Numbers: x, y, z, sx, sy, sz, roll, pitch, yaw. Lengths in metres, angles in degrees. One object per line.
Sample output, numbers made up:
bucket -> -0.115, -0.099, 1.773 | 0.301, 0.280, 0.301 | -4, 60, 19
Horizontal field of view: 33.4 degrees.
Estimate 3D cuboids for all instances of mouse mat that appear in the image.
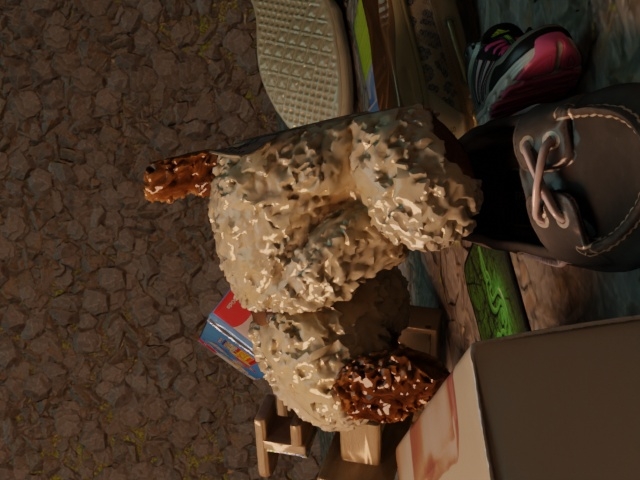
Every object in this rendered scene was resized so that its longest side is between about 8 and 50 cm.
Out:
mouse mat -> 0.167, 0.076, 0.998 | 0.152, 0.007, 0.190 | 96, 164, -62

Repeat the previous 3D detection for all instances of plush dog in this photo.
plush dog -> -0.003, 0.031, 0.778 | 0.262, 0.210, 0.225 | -162, 58, -76

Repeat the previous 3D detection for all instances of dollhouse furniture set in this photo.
dollhouse furniture set -> 0.065, 0.204, 1.180 | 0.242, 0.212, 0.161 | -63, -24, -54

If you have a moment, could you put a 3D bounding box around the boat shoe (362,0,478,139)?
boat shoe -> 0.090, -0.224, 0.983 | 0.104, 0.089, 0.285 | 156, 108, -81

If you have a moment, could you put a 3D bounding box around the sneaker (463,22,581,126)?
sneaker -> 0.138, -0.128, 0.771 | 0.170, 0.063, 0.075 | 94, 161, -80

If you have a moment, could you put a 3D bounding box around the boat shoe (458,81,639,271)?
boat shoe -> 0.143, -0.031, 0.705 | 0.335, 0.095, 0.112 | 174, 88, -83

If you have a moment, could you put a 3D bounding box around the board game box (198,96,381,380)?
board game box -> 0.000, 0.000, 1.131 | 0.086, 0.308, 0.302 | 38, 169, -1

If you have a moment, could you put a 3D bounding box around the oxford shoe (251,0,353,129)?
oxford shoe -> -0.029, -0.356, 1.700 | 0.130, 0.169, 0.449 | 13, -127, -53

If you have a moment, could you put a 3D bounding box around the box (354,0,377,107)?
box -> 0.078, -0.203, 1.269 | 0.109, 0.042, 0.178 | 101, 160, -72

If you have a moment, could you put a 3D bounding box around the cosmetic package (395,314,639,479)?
cosmetic package -> 0.144, 0.152, 0.670 | 0.296, 0.153, 0.129 | 104, 159, -69
